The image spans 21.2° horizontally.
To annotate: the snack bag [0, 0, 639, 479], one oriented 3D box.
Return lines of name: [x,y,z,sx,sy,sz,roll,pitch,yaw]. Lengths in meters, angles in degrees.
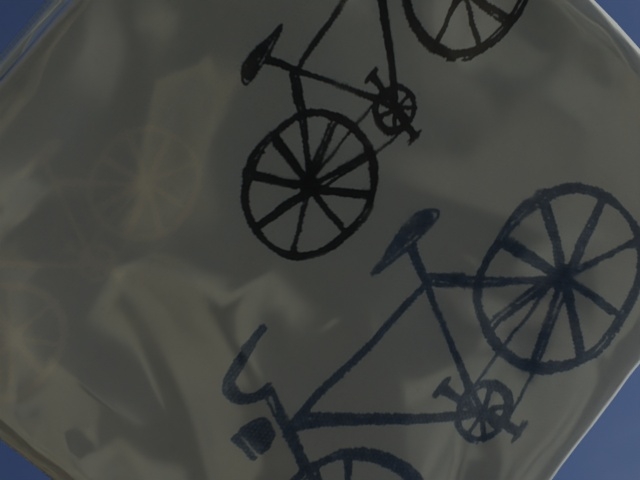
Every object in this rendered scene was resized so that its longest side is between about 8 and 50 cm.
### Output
snack bag: [0.000,0.000,0.730,0.342,0.037,0.323,42,-97,-26]
